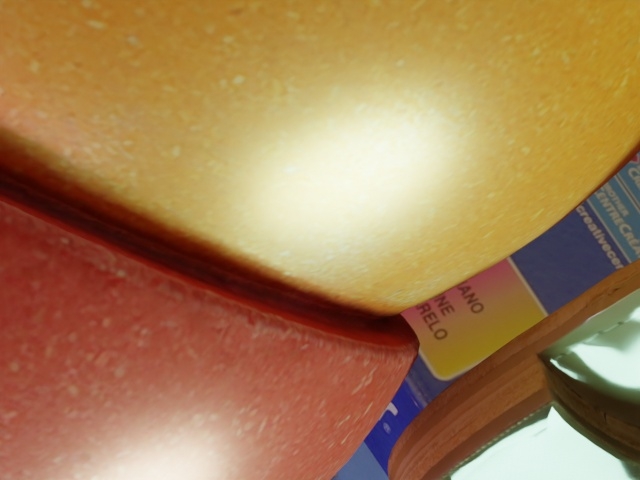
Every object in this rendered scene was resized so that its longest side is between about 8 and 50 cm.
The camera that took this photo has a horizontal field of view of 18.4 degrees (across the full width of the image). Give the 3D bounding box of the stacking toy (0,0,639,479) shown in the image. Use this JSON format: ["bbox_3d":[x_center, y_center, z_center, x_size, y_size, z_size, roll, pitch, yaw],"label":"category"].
[{"bbox_3d":[-0.136,0.030,0.474,0.350,0.480,0.350,30,-175,-3],"label":"stacking toy"}]

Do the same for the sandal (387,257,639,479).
[{"bbox_3d":[0.109,-0.009,0.462,0.088,0.240,0.079,35,-148,-38],"label":"sandal"}]

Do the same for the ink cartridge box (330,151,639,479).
[{"bbox_3d":[0.000,0.000,0.807,0.151,0.395,0.270,-22,-113,-28],"label":"ink cartridge box"}]
